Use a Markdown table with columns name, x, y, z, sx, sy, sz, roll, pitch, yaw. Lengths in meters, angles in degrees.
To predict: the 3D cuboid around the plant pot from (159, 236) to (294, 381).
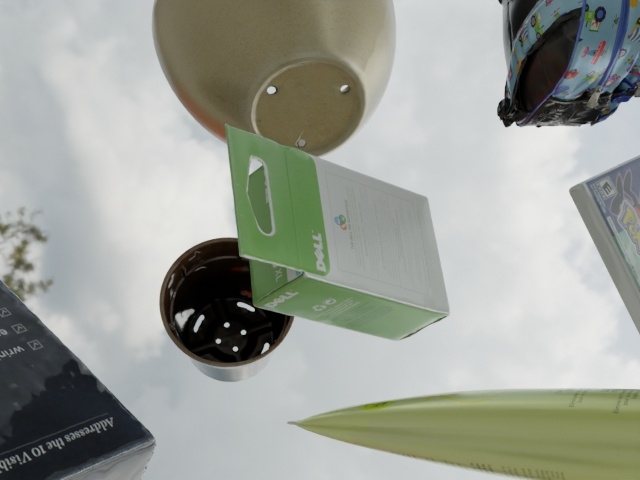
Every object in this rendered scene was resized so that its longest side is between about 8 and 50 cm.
| name | x | y | z | sx | sy | sz | roll | pitch | yaw |
| --- | --- | --- | --- | --- | --- | --- | --- | --- | --- |
| plant pot | -0.118 | 0.103 | 1.241 | 0.167 | 0.167 | 0.165 | 55 | -16 | 16 |

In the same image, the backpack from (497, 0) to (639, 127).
| name | x | y | z | sx | sy | sz | roll | pitch | yaw |
| --- | --- | --- | --- | --- | --- | --- | --- | --- | --- |
| backpack | 0.213 | -0.185 | 0.779 | 0.173 | 0.116 | 0.158 | 108 | -19 | -74 |

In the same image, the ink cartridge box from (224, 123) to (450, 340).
| name | x | y | z | sx | sy | sz | roll | pitch | yaw |
| --- | --- | --- | --- | --- | --- | --- | --- | --- | --- |
| ink cartridge box | 0.000 | 0.000 | 0.727 | 0.062 | 0.209 | 0.109 | -32 | -126 | 39 |

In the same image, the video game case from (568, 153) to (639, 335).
| name | x | y | z | sx | sy | sz | roll | pitch | yaw |
| --- | --- | --- | --- | --- | --- | --- | --- | --- | --- |
| video game case | 0.348 | 0.012 | 0.967 | 0.023 | 0.183 | 0.201 | -31 | -96 | 49 |

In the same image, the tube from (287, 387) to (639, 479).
| name | x | y | z | sx | sy | sz | roll | pitch | yaw |
| --- | --- | --- | --- | --- | --- | --- | --- | --- | --- |
| tube | 0.103 | 0.113 | 0.578 | 0.240 | 0.062 | 0.070 | -3 | -48 | 32 |

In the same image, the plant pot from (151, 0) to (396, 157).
| name | x | y | z | sx | sy | sz | roll | pitch | yaw |
| --- | --- | --- | --- | --- | --- | --- | --- | --- | --- |
| plant pot | -0.036 | -0.196 | 1.067 | 0.191 | 0.284 | 0.284 | -108 | -155 | -46 |

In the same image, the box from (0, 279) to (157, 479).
| name | x | y | z | sx | sy | sz | roll | pitch | yaw |
| --- | --- | --- | --- | --- | --- | --- | --- | --- | --- |
| box | -0.515 | 0.214 | 0.948 | 0.471 | 0.480 | 0.297 | 38 | -62 | 25 |
